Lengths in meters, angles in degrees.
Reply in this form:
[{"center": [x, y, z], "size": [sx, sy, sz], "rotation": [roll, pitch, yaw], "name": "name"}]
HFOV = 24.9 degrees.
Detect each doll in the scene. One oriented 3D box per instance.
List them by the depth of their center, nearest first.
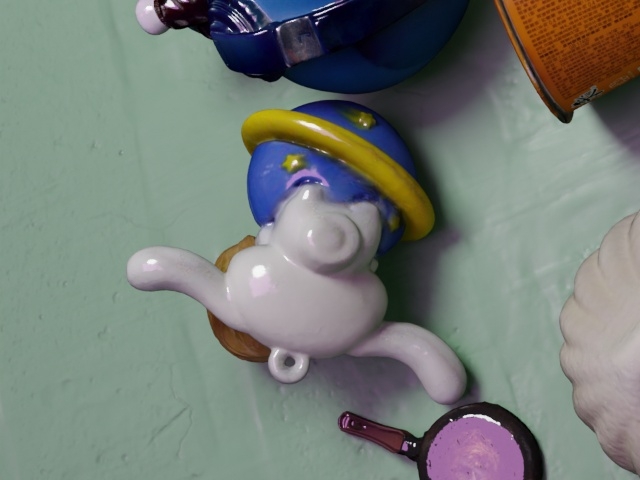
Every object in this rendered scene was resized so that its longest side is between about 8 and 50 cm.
[{"center": [0.028, 0.007, 1.274], "size": [0.311, 0.242, 0.159], "rotation": [35, 147, -2], "name": "doll"}, {"center": [-0.006, -0.252, 1.292], "size": [0.310, 0.284, 0.240], "rotation": [9, 136, 47], "name": "doll"}]

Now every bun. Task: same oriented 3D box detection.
[{"center": [0.289, 0.078, 1.107], "size": [0.263, 0.175, 0.263], "rotation": [-2, 86, 34], "name": "bun"}]

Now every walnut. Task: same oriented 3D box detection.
[{"center": [-0.059, 0.054, 1.374], "size": [0.105, 0.105, 0.124], "rotation": [-22, 74, 30], "name": "walnut"}]

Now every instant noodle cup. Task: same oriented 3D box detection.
[{"center": [0.236, -0.231, 1.145], "size": [0.182, 0.230, 0.230], "rotation": [-21, 75, 21], "name": "instant noodle cup"}]

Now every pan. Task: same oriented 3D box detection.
[{"center": [0.098, 0.188, 1.299], "size": [0.212, 0.040, 0.115], "rotation": [15, 89, 32], "name": "pan"}]
